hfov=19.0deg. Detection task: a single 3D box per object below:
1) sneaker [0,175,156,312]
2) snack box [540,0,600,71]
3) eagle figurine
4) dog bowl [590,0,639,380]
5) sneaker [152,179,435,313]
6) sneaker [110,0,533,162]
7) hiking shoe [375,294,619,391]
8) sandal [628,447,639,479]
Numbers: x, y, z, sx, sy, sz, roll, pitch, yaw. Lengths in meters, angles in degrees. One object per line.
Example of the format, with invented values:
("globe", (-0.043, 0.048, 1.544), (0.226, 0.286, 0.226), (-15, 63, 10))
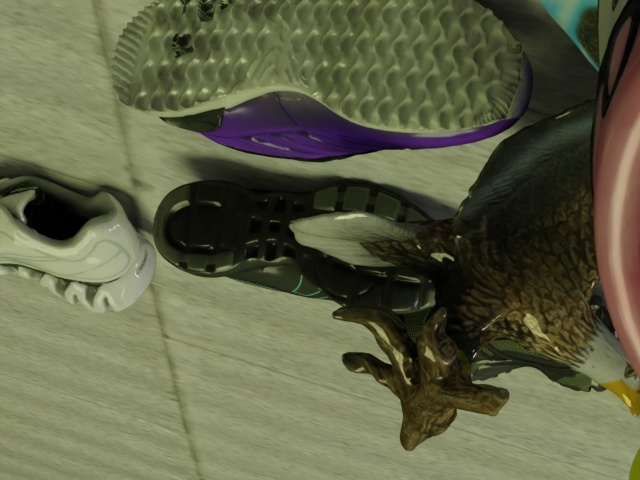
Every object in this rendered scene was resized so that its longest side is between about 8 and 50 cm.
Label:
("sneaker", (-0.298, -0.016, 1.758), (0.292, 0.110, 0.118), (6, 150, 13))
("snack box", (0.248, -0.084, 0.938), (0.187, 0.060, 0.322), (48, 167, -15))
("eagle figurine", (0.154, 0.009, 1.214), (0.226, 0.298, 0.225), (24, 152, 45))
("dog bowl", (0.283, -0.020, 0.711), (0.408, 0.150, 0.408), (14, 132, 16))
("sneaker", (0.000, 0.000, 1.560), (0.267, 0.101, 0.106), (12, 178, 23))
("sneaker", (0.020, -0.102, 1.255), (0.293, 0.102, 0.146), (7, 166, 32))
("hiking shoe", (0.142, 0.060, 1.594), (0.227, 0.086, 0.114), (2, 141, 27))
("sandal", (0.437, 0.232, 1.707), (0.138, 0.126, 0.317), (32, 165, -39))
